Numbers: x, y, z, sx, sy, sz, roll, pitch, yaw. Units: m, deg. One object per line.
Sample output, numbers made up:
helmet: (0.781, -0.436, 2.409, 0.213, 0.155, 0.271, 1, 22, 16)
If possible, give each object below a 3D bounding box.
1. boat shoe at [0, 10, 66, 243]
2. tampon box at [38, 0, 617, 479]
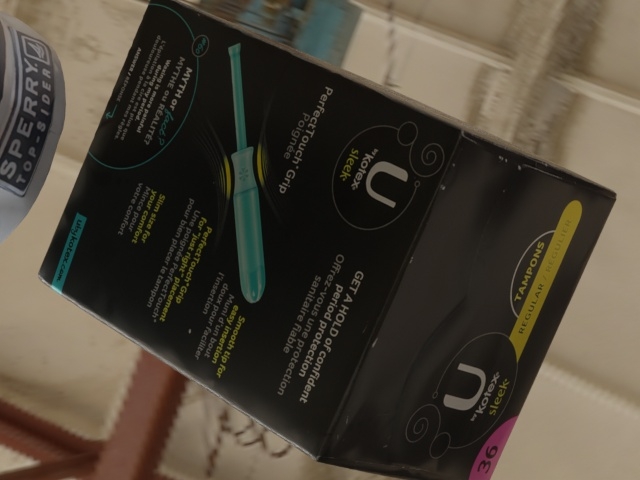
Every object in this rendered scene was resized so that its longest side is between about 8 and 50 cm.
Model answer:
boat shoe: (-0.271, -0.029, 0.686, 0.367, 0.156, 0.136, -9, -116, 37)
tampon box: (0.000, 0.000, 0.713, 0.161, 0.101, 0.120, 28, -83, 40)
